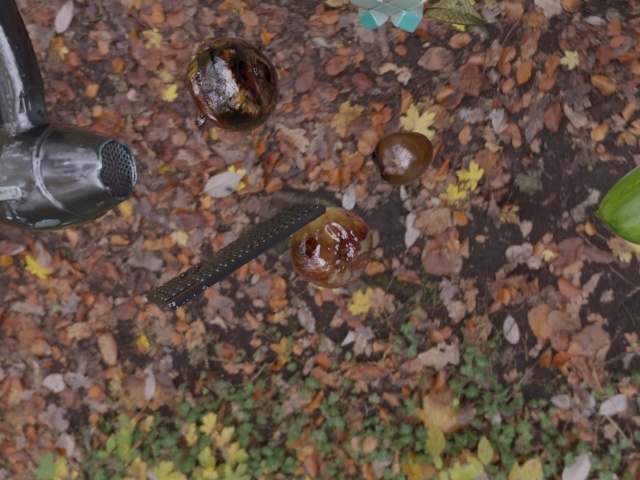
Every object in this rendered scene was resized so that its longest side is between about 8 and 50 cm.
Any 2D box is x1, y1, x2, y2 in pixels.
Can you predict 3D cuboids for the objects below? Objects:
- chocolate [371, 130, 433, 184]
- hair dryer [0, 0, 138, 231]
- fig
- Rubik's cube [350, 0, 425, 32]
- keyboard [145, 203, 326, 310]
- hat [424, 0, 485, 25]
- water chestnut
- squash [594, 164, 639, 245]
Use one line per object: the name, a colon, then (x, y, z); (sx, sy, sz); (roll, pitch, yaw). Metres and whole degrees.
chocolate: (0.197, -0.199, 1.508); (0.133, 0.124, 0.127); (-33, 56, 21)
hair dryer: (-0.278, -0.137, 0.518); (0.235, 0.091, 0.272); (-2, 109, 19)
fig: (0.000, -0.009, 1.236); (0.160, 0.231, 0.143); (-24, 132, -14)
Rubik's cube: (0.159, -0.637, 1.581); (0.265, 0.224, 0.213); (6, 90, 52)
keyboard: (-0.126, 0.017, 1.015); (0.101, 0.309, 0.018); (7, 125, 53)
hat: (0.320, -0.552, 1.501); (0.146, 0.146, 0.067); (14, 99, 12)
water chestnut: (-0.268, -0.429, 1.834); (0.300, 0.300, 0.300); (6, 113, 15)
squash: (0.335, -0.083, 0.449); (0.082, 0.082, 0.292); (46, 124, -4)
